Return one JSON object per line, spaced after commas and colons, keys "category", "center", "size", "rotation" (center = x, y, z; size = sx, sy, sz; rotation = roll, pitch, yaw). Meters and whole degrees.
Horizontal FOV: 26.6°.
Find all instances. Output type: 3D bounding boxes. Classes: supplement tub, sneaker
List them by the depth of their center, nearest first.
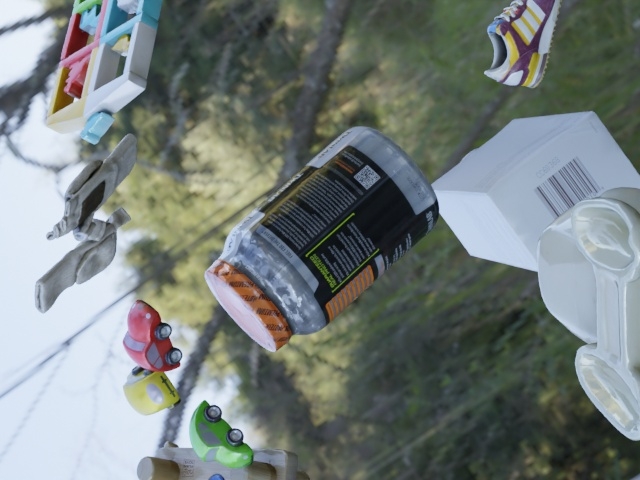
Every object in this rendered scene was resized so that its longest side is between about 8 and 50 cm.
{"category": "sneaker", "center": [0.274, -0.304, 1.846], "size": [0.069, 0.084, 0.185], "rotation": [-175, 94, -76]}
{"category": "supplement tub", "center": [0.000, 0.000, 1.930], "size": [0.193, 0.316, 0.193], "rotation": [44, 163, 17]}

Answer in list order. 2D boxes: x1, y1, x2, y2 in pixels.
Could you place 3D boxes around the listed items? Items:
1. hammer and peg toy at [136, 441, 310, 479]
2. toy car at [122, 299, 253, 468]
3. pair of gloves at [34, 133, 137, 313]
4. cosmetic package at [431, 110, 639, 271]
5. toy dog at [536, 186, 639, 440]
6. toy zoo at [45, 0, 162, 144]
{"category": "hammer and peg toy", "center": [-0.183, 0.400, 1.827], "size": [0.127, 0.361, 0.266], "rotation": [21, -110, -46]}
{"category": "toy car", "center": [-0.174, 0.207, 1.692], "size": [0.225, 0.053, 0.239], "rotation": [44, 153, 17]}
{"category": "pair of gloves", "center": [-0.333, -0.019, 1.971], "size": [0.042, 0.240, 0.204], "rotation": [29, -139, 12]}
{"category": "cosmetic package", "center": [0.329, -0.082, 2.155], "size": [0.156, 0.217, 0.385], "rotation": [53, 176, -7]}
{"category": "toy dog", "center": [0.503, 0.050, 1.681], "size": [0.395, 0.408, 0.284], "rotation": [-156, 58, -75]}
{"category": "toy zoo", "center": [-0.279, -0.258, 1.772], "size": [0.030, 0.192, 0.293], "rotation": [27, -121, -35]}
